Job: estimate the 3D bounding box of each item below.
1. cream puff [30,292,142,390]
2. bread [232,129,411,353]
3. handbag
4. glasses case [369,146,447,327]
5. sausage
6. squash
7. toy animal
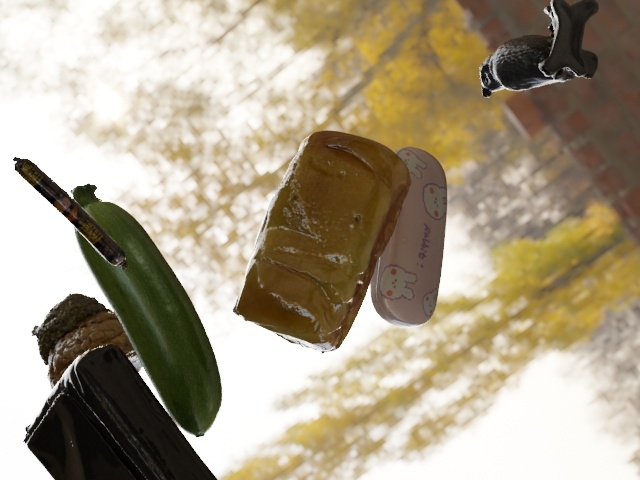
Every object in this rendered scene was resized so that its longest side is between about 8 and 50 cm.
[{"bbox_3d":[-0.378,0.166,2.297,0.169,0.183,0.183,44,-171,12],"label":"cream puff"},{"bbox_3d":[0.000,0.000,2.008,0.167,0.294,0.132,22,167,13],"label":"bread"},{"bbox_3d":[-0.227,0.263,1.700,0.080,0.223,0.247,-29,-104,-41],"label":"handbag"},{"bbox_3d":[0.141,-0.007,2.331,0.113,0.075,0.296,20,-113,-33],"label":"glasses case"},{"bbox_3d":[-0.303,-0.033,1.789,0.198,0.028,0.025,48,167,-21],"label":"sausage"},{"bbox_3d":[-0.240,0.091,2.062,0.395,0.107,0.107,60,-168,4],"label":"squash"},{"bbox_3d":[0.313,-0.259,2.074,0.117,0.210,0.121,10,-103,-25],"label":"toy animal"}]
